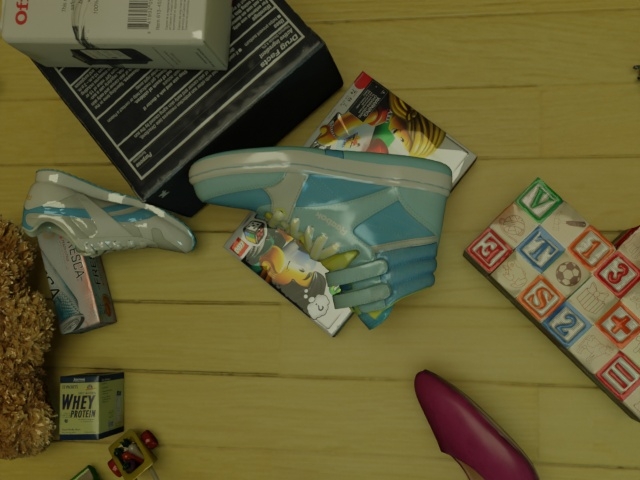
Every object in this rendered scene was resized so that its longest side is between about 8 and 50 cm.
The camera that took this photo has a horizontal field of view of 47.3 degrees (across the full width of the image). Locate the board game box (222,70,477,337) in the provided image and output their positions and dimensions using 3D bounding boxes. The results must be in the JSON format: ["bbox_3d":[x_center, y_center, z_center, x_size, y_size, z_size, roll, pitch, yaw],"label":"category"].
[{"bbox_3d":[0.039,-0.048,0.981,0.193,0.053,0.305,38,91,10],"label":"board game box"}]

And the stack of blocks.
[{"bbox_3d":[0.343,0.058,0.906,0.171,0.087,0.297,-46,80,2],"label":"stack of blocks"}]

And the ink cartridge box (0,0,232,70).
[{"bbox_3d":[-0.227,-0.294,0.840,0.237,0.100,0.172,3,85,9],"label":"ink cartridge box"}]

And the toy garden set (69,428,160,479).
[{"bbox_3d":[-0.268,0.370,0.924,0.204,0.049,0.244,-39,45,-7],"label":"toy garden set"}]

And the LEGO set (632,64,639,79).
[{"bbox_3d":[0.438,-0.222,0.957,0.054,0.023,0.083,36,77,8],"label":"LEGO set"}]

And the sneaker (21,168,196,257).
[{"bbox_3d":[-0.282,-0.017,0.988,0.229,0.087,0.092,18,76,-10],"label":"sneaker"}]

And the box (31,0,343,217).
[{"bbox_3d":[-0.179,-0.237,0.969,0.296,0.183,0.294,-40,78,5],"label":"box"}]

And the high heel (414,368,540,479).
[{"bbox_3d":[0.193,0.344,0.875,0.181,0.127,0.377,-38,83,-7],"label":"high heel"}]

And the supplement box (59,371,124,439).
[{"bbox_3d":[-0.309,0.223,0.992,0.056,0.083,0.083,-3,83,7],"label":"supplement box"}]

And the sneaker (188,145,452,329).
[{"bbox_3d":[0.000,0.000,0.871,0.319,0.127,0.208,3,87,-5],"label":"sneaker"}]

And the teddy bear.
[{"bbox_3d":[-0.454,0.132,0.993,0.245,0.113,0.338,1,87,23],"label":"teddy bear"}]

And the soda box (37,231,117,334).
[{"bbox_3d":[-0.347,0.037,1.031,0.063,0.058,0.183,-18,81,6],"label":"soda box"}]
